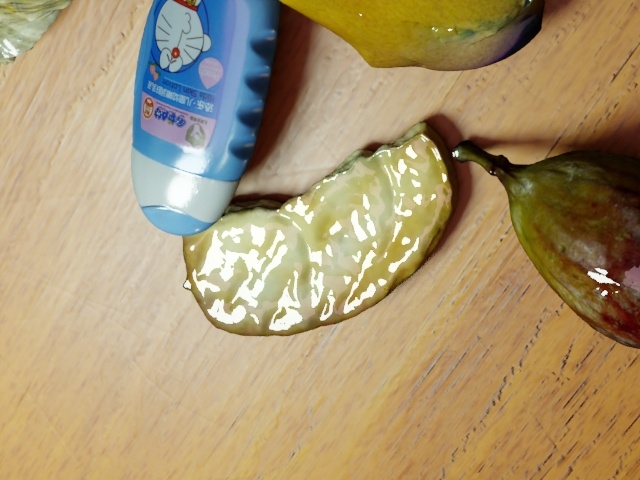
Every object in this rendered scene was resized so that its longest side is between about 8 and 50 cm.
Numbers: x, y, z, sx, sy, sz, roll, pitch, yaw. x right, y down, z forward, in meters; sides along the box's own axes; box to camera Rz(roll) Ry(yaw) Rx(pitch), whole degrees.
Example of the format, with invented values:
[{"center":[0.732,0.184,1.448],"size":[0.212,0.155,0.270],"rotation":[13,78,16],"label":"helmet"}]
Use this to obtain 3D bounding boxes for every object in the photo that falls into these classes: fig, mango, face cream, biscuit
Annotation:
[{"center":[0.229,-0.019,1.193],"size":[0.274,0.170,0.145],"rotation":[37,97,24],"label":"fig"},{"center":[0.061,-0.250,1.148],"size":[0.287,0.152,0.201],"rotation":[31,110,4],"label":"mango"},{"center":[-0.115,-0.132,1.267],"size":[0.149,0.083,0.264],"rotation":[25,110,36],"label":"face cream"},{"center":[0.003,0.003,1.314],"size":[0.299,0.045,0.154],"rotation":[-20,101,22],"label":"biscuit"}]

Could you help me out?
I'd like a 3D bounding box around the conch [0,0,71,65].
[{"center":[-0.294,-0.283,1.245],"size":[0.210,0.159,0.291],"rotation":[34,117,2],"label":"conch"}]
